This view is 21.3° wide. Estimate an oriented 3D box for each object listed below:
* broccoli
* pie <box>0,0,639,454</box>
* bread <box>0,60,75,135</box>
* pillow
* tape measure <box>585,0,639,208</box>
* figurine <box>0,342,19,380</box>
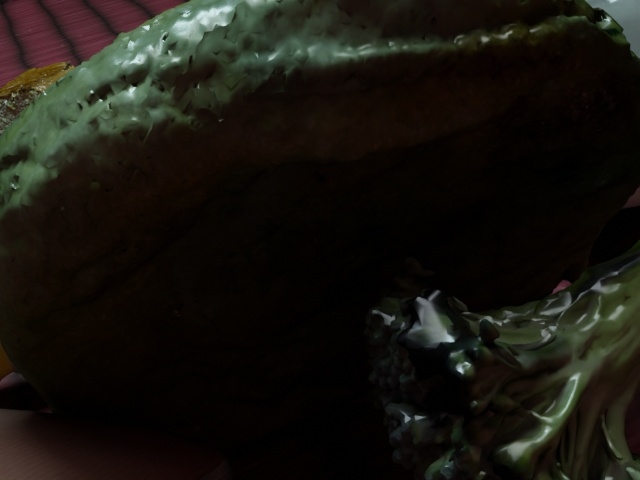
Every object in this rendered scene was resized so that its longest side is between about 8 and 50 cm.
[{"bbox_3d":[0.110,0.024,0.600,0.204,0.118,0.122,-37,15,-12],"label":"broccoli"},{"bbox_3d":[0.000,0.000,0.651,0.277,0.277,0.078,-14,54,-9],"label":"pie"},{"bbox_3d":[-0.221,-0.100,1.407,0.076,0.083,0.070,-5,25,34],"label":"bread"},{"bbox_3d":[-0.142,0.108,0.603,0.179,0.075,0.171,1,14,30],"label":"pillow"},{"bbox_3d":[0.168,-0.086,0.928,0.265,0.130,0.258,-19,3,-32],"label":"tape measure"},{"bbox_3d":[-0.069,-0.004,0.864,0.263,0.143,0.162,-25,33,-10],"label":"figurine"}]
